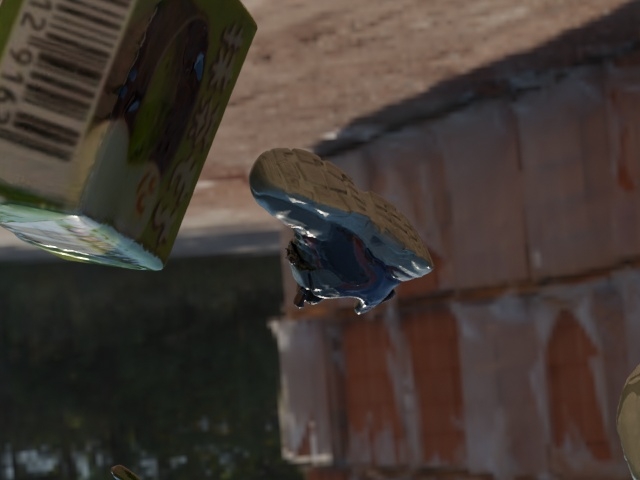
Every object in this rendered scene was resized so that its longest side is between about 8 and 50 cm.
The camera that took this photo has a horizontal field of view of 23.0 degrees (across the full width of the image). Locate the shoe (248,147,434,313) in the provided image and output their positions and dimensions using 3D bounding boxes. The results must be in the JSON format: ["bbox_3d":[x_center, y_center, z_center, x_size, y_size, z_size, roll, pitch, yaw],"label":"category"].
[{"bbox_3d":[0.000,0.000,1.526,0.227,0.099,0.125,30,115,-33],"label":"shoe"}]

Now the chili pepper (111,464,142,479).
[{"bbox_3d":[-0.028,0.314,1.457,0.368,0.092,0.137,30,178,-19],"label":"chili pepper"}]

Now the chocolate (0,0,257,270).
[{"bbox_3d":[-0.184,-0.131,1.399,0.137,0.301,0.289,20,173,14],"label":"chocolate"}]

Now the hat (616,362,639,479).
[{"bbox_3d":[0.234,-0.001,0.691,0.301,0.168,0.258,-37,-169,42],"label":"hat"}]
